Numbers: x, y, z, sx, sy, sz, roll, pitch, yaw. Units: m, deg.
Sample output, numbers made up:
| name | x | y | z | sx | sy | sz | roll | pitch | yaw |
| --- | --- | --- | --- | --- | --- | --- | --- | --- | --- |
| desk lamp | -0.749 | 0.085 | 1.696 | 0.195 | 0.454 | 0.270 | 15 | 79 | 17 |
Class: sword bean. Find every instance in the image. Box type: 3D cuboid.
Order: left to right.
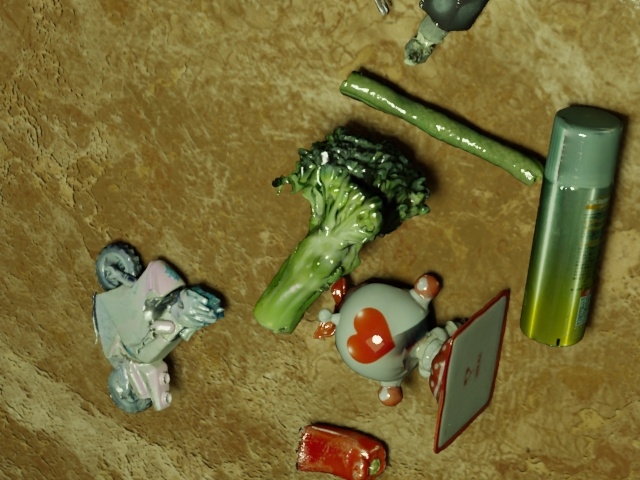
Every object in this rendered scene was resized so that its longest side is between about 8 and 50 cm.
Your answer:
| name | x | y | z | sx | sy | sz | roll | pitch | yaw |
| --- | --- | --- | --- | --- | --- | --- | --- | --- | --- |
| sword bean | 0.148 | -0.136 | 1.611 | 0.269 | 0.043 | 0.038 | 27 | 117 | 13 |

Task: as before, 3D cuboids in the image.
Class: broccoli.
| name | x | y | z | sx | sy | sz | roll | pitch | yaw |
| --- | --- | --- | --- | --- | --- | --- | --- | --- | --- |
| broccoli | 0.006 | 0.002 | 1.673 | 0.165 | 0.145 | 0.304 | 43 | 120 | 16 |

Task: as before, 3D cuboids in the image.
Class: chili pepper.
| name | x | y | z | sx | sy | sz | roll | pitch | yaw |
| --- | --- | --- | --- | --- | --- | --- | --- | --- | --- |
| chili pepper | 0.030 | 0.301 | 1.867 | 0.123 | 0.073 | 0.070 | 12 | 161 | 23 |

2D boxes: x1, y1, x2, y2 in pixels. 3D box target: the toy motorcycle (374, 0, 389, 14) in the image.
| name | x | y | z | sx | sy | sz | roll | pitch | yaw |
| --- | --- | --- | --- | --- | --- | --- | --- | --- | --- |
| toy motorcycle | -0.063 | -0.409 | 1.531 | 0.207 | 0.134 | 0.401 | -27 | 99 | 39 |

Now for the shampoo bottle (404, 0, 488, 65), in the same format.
| name | x | y | z | sx | sy | sz | roll | pitch | yaw |
| --- | --- | --- | --- | --- | --- | --- | --- | --- | --- |
| shampoo bottle | 0.160 | -0.284 | 1.522 | 0.057 | 0.063 | 0.208 | 45 | 126 | 13 |

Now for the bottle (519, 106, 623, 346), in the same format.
| name | x | y | z | sx | sy | sz | roll | pitch | yaw |
| --- | --- | --- | --- | --- | --- | --- | --- | --- | --- |
| bottle | 0.294 | -0.014 | 1.577 | 0.082 | 0.082 | 0.286 | 15 | 119 | 19 |

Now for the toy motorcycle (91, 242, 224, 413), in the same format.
| name | x | y | z | sx | sy | sz | roll | pitch | yaw |
| --- | --- | --- | --- | --- | --- | --- | --- | --- | --- |
| toy motorcycle | -0.223 | 0.125 | 1.878 | 0.204 | 0.108 | 0.239 | -2 | 113 | 27 |

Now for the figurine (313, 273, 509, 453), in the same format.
| name | x | y | z | sx | sy | sz | roll | pitch | yaw |
| --- | --- | --- | --- | --- | --- | --- | --- | --- | --- |
| figurine | 0.097 | 0.129 | 1.716 | 0.226 | 0.160 | 0.184 | 21 | 121 | 26 |
